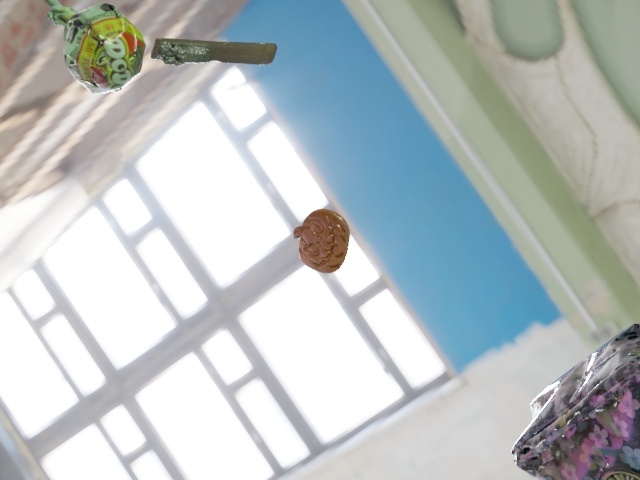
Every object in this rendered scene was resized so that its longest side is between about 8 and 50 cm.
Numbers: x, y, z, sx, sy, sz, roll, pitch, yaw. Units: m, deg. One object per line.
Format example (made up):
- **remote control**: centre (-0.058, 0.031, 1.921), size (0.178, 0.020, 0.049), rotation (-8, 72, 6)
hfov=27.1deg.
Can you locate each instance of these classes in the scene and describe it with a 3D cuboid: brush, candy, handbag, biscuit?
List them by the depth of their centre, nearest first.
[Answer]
- **handbag**: centre (0.288, 0.181, 1.106), size (0.229, 0.207, 0.127), rotation (-50, 3, 45)
- **candy**: centre (-0.281, -0.256, 1.459), size (0.083, 0.305, 0.091), rotation (-14, -50, -29)
- **biscuit**: centre (0.000, 0.000, 1.723), size (0.015, 0.078, 0.091), rotation (-46, -32, -57)
- **brush**: centre (-0.133, -0.243, 1.734), size (0.190, 0.027, 0.034), rotation (-3, -52, -38)
